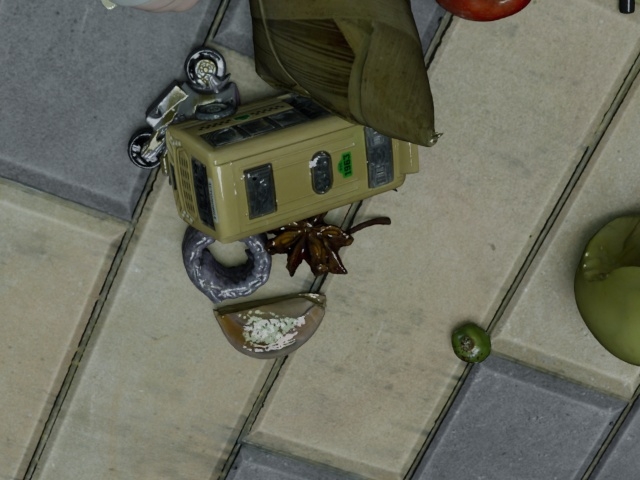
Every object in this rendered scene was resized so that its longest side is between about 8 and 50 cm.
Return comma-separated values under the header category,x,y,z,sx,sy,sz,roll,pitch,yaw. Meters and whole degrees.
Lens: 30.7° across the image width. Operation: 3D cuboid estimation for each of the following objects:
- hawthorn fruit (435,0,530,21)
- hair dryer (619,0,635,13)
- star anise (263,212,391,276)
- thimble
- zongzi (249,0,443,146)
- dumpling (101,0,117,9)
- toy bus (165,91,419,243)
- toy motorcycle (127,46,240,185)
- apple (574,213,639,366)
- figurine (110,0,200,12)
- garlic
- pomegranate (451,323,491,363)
category,x,y,z,sx,sy,sz,roll,pitch,yaw
hawthorn fruit,0.248,-0.406,1.736,0.172,0.173,0.173,-3,115,-6
hair dryer,0.518,-0.393,1.864,0.083,0.026,0.047,-12,118,-10
star anise,0.003,0.000,1.903,0.233,0.177,0.073,17,144,-12
thimble,-0.155,0.023,1.922,0.150,0.098,0.150,-3,114,-7
zongzi,0.041,-0.410,1.555,0.218,0.467,0.500,-18,116,-22
dumpling,-0.299,-0.388,1.747,0.059,0.043,0.077,46,118,-6
toy bus,-0.036,-0.128,1.774,0.365,0.202,0.177,-20,119,-25
toy motorcycle,-0.192,-0.184,1.835,0.152,0.073,0.225,33,104,-19
apple,0.567,0.083,1.958,0.279,0.279,0.279,-3,115,-6
figurine,-0.276,-0.457,1.572,0.361,0.211,0.253,42,124,9
garlic,-0.081,0.152,2.001,0.195,0.087,0.102,-8,103,-1
pomegranate,0.268,0.187,2.060,0.073,0.084,0.073,1,110,2
